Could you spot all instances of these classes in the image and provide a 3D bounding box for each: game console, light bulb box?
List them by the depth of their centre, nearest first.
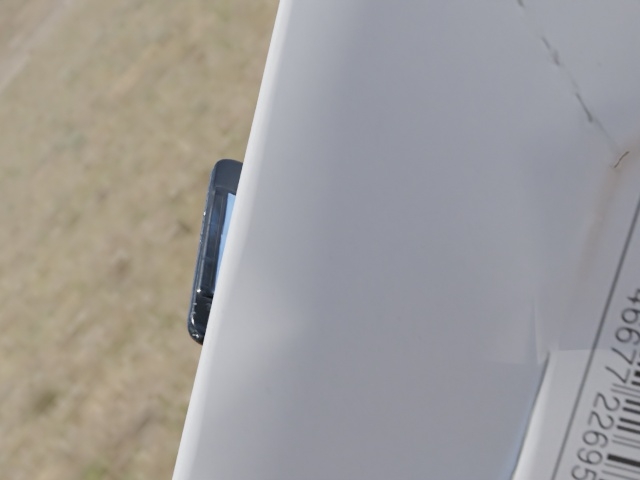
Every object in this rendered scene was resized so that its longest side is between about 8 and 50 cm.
[{"bbox_3d":[0.092,-0.037,0.781,0.361,0.225,0.358,-74,-2,-66],"label":"light bulb box"},{"bbox_3d":[0.000,0.000,1.139,0.144,0.124,0.085,-84,19,-44],"label":"game console"}]
